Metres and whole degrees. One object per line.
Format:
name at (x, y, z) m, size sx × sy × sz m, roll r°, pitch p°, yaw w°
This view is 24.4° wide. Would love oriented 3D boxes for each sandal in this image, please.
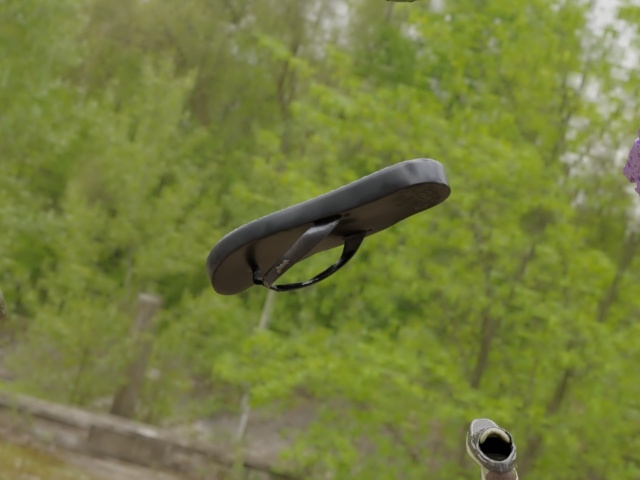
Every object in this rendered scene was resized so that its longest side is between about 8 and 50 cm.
sandal at (0.000, 0.000, 1.327) m, size 0.254 × 0.054 × 0.097 m, roll -25°, pitch -21°, yaw 28°

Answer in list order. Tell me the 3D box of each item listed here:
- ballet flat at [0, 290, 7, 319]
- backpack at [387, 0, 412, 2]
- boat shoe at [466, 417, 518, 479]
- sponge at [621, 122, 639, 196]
ballet flat at (-0.353, 0.045, 1.487) m, size 0.084 × 0.058 × 0.250 m, roll 15°, pitch -5°, yaw -10°
backpack at (0.072, -0.232, 1.159) m, size 0.105 × 0.084 × 0.114 m, roll 8°, pitch -10°, yaw -38°
boat shoe at (0.200, 0.237, 1.691) m, size 0.056 × 0.049 × 0.152 m, roll -2°, pitch 21°, yaw -6°
sponge at (0.258, -0.099, 0.922) m, size 0.117 × 0.031 × 0.210 m, roll -27°, pitch -21°, yaw -7°
